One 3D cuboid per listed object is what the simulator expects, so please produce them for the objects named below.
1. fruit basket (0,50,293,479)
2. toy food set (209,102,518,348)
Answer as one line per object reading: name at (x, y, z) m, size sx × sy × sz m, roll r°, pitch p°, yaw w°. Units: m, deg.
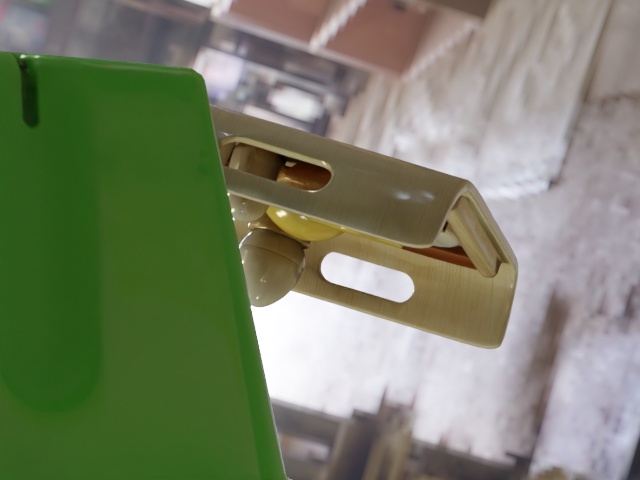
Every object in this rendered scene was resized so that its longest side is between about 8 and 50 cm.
fruit basket at (-0.194, 0.118, 0.584) m, size 0.283 × 0.392 × 0.392 m, roll 5°, pitch 77°, yaw 54°
toy food set at (0.000, 0.000, 1.297) m, size 0.306 × 0.219 × 0.092 m, roll 46°, pitch -118°, yaw -72°
